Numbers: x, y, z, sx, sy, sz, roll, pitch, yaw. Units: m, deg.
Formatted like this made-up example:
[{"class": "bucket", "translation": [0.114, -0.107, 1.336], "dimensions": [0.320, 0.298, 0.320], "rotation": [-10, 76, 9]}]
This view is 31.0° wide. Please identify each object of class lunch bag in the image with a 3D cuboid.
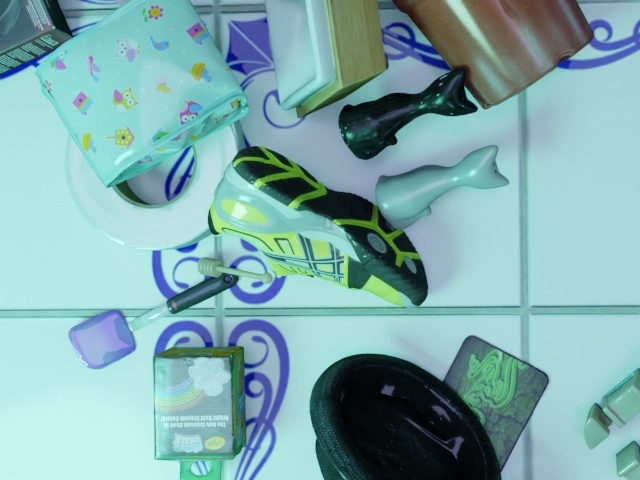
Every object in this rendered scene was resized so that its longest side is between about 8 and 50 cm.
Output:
[{"class": "lunch bag", "translation": [-0.270, -0.229, 1.739], "dimensions": [0.262, 0.160, 0.223], "rotation": [-31, 88, -1]}]

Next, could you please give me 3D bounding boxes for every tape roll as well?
[{"class": "tape roll", "translation": [-0.262, -0.125, 1.866], "dimensions": [0.286, 0.100, 0.286], "rotation": [0, 90, 5]}]

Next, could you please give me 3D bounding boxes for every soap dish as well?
[{"class": "soap dish", "translation": [0.005, -0.322, 1.761], "dimensions": [0.118, 0.291, 0.229], "rotation": [-8, 89, -13]}]

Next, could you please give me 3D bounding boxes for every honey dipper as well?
[{"class": "honey dipper", "translation": [-0.134, 0.049, 1.845], "dimensions": [0.160, 0.030, 0.031], "rotation": [7, 91, 42]}]

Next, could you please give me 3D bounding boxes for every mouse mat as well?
[{"class": "mouse mat", "translation": [0.263, 0.267, 1.868], "dimensions": [0.152, 0.007, 0.190], "rotation": [27, 92, 5]}]

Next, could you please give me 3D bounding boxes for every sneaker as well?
[{"class": "sneaker", "translation": [0.000, 0.000, 1.816], "dimensions": [0.384, 0.145, 0.147], "rotation": [33, 120, -15]}]

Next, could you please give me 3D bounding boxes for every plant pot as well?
[{"class": "plant pot", "translation": [0.260, -0.361, 1.752], "dimensions": [0.272, 0.272, 0.265], "rotation": [-34, 96, 4]}]

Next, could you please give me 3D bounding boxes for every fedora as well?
[{"class": "fedora", "translation": [0.109, 0.339, 1.787], "dimensions": [0.334, 0.334, 0.152], "rotation": [38, 130, 4]}]

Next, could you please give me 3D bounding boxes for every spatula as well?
[{"class": "spatula", "translation": [-0.268, 0.121, 1.902], "dimensions": [0.296, 0.030, 0.084], "rotation": [-26, 89, 4]}]

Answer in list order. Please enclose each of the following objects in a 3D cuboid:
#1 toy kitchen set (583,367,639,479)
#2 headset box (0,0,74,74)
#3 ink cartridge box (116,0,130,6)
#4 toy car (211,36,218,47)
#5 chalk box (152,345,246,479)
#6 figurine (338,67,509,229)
[{"class": "toy kitchen set", "translation": [0.535, 0.276, 1.807], "dimensions": [0.166, 0.122, 0.207], "rotation": [46, 114, 3]}, {"class": "headset box", "translation": [-0.559, -0.385, 1.886], "dimensions": [0.293, 0.110, 0.218], "rotation": [-23, 87, 4]}, {"class": "ink cartridge box", "translation": [-0.335, -0.493, 1.875], "dimensions": [0.224, 0.056, 0.181], "rotation": [45, 70, -14]}, {"class": "toy car", "translation": [-0.229, -0.343, 1.886], "dimensions": [0.122, 0.060, 0.040], "rotation": [49, 126, 10]}, {"class": "chalk box", "translation": [-0.191, 0.282, 1.847], "dimensions": [0.132, 0.132, 0.213], "rotation": [0, 91, 4]}, {"class": "figurine", "translation": [0.166, -0.142, 1.778], "dimensions": [0.209, 0.092, 0.215], "rotation": [-19, 113, 24]}]
